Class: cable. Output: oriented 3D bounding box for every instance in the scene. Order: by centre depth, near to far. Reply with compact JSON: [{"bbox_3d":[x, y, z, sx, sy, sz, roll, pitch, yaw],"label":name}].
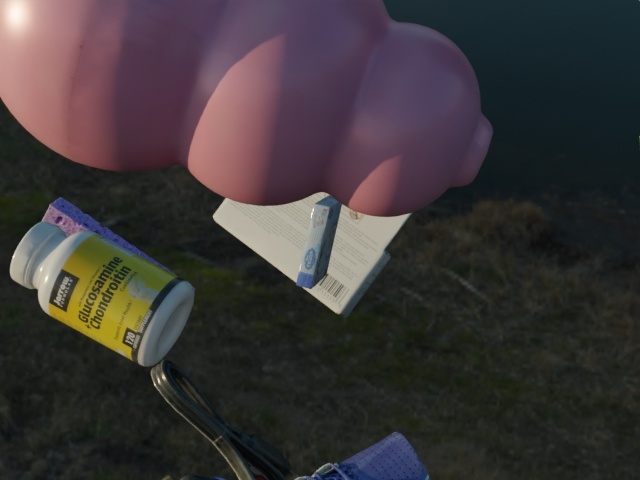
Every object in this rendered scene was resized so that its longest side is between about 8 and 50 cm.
[{"bbox_3d":[-0.132,0.286,1.426,0.072,0.287,0.139,-42,23,19],"label":"cable"}]

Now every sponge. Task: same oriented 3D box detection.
[{"bbox_3d":[-0.273,0.049,1.344,0.210,0.117,0.031,35,30,0],"label":"sponge"}]

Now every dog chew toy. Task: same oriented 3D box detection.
[{"bbox_3d":[-0.047,-0.117,0.696,0.332,0.206,0.206,22,35,0],"label":"dog chew toy"}]

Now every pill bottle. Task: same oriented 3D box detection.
[{"bbox_3d":[-0.237,0.053,1.138,0.184,0.103,0.103,27,39,9],"label":"pill bottle"}]

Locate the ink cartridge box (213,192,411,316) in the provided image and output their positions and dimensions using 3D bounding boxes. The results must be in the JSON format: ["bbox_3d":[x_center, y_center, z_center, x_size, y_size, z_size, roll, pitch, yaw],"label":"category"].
[{"bbox_3d":[0.001,-0.051,1.700,0.275,0.060,0.239,37,91,17],"label":"ink cartridge box"}]

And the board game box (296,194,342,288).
[{"bbox_3d":[0.000,0.000,1.130,0.020,0.090,0.090,15,10,8],"label":"board game box"}]

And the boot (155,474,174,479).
[{"bbox_3d":[-0.147,0.469,1.404,0.089,0.269,0.236,-35,17,29],"label":"boot"}]

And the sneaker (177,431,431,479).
[{"bbox_3d":[-0.039,0.281,0.998,0.316,0.182,0.127,-35,36,-10],"label":"sneaker"}]
